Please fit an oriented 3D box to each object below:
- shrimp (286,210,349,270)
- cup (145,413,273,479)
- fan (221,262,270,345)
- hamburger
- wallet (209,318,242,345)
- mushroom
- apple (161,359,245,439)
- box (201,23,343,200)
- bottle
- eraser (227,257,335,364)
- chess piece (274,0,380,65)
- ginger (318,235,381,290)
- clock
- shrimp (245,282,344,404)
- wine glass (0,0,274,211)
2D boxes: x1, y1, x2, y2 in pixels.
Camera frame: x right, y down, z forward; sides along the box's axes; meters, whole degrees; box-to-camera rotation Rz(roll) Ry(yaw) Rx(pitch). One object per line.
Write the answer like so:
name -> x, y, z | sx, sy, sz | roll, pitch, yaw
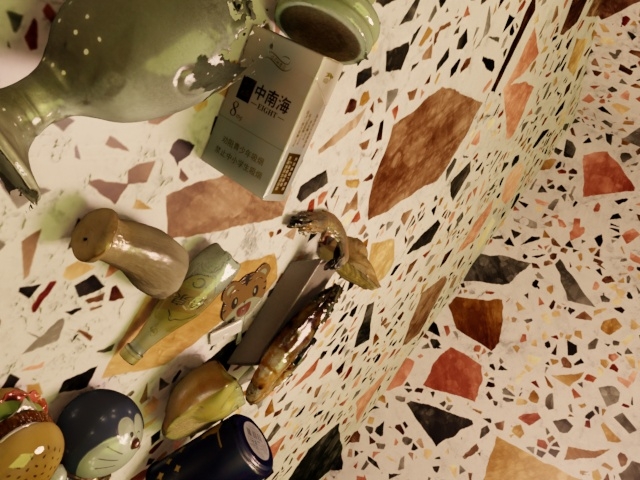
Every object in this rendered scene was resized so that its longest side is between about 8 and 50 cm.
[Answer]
shrimp -> 0.000, 0.000, 1.363 | 0.046, 0.152, 0.219 | -21, 165, 32
cup -> -0.267, 0.519, 1.394 | 0.256, 0.255, 0.178 | -35, 130, 4
fan -> -0.180, 0.161, 1.347 | 0.153, 0.008, 0.226 | -30, 143, -44
hamburger -> -0.469, 0.318, 0.869 | 0.175, 0.137, 0.175 | -45, 155, -28
wallet -> -0.218, 0.210, 1.317 | 0.083, 0.011, 0.044 | -25, 144, -32
mushroom -> -0.283, 0.022, 0.910 | 0.247, 0.108, 0.096 | 55, 29, -65
apple -> -0.273, 0.354, 1.277 | 0.193, 0.120, 0.265 | -30, 158, -15
box -> -0.082, -0.204, 0.934 | 0.067, 0.155, 0.242 | -5, 125, -61
bottle -> -0.265, 0.120, 1.070 | 0.269, 0.083, 0.083 | -46, 153, -12
eraser -> -0.095, 0.186, 1.453 | 0.352, 0.077, 0.111 | -57, 152, 1
chess piece -> 0.054, -0.453, 0.931 | 0.298, 0.176, 0.176 | -67, 156, -8
ginger -> 0.098, 0.055, 1.507 | 0.123, 0.193, 0.115 | -40, 156, -31
clock -> -0.419, 0.378, 1.014 | 0.243, 0.147, 0.199 | -53, 170, -1
shrimp -> -0.060, 0.265, 1.449 | 0.365, 0.071, 0.233 | -51, 161, -14
wine glass -> -0.232, -0.203, 0.643 | 0.357, 0.190, 0.190 | -39, 150, -24
